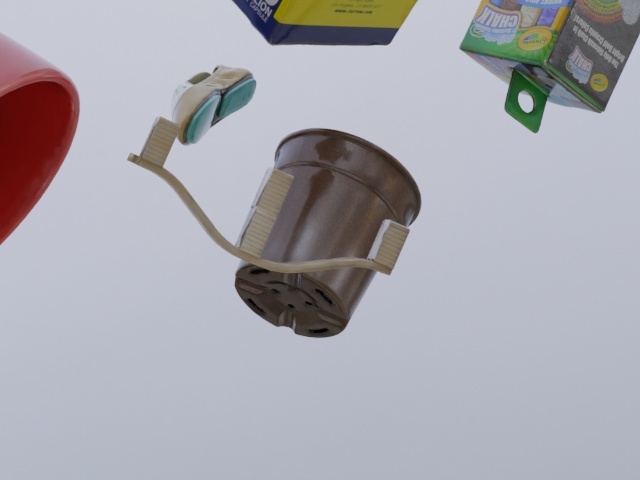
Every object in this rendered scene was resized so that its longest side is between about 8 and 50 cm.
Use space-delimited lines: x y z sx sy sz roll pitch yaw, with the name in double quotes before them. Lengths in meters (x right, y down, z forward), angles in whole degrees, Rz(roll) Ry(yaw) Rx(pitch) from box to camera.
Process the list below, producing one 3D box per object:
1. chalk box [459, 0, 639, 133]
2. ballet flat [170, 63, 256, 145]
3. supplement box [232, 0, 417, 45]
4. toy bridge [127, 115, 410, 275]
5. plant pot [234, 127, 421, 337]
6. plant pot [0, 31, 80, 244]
"chalk box" 0.258 -0.229 1.659 0.132 0.213 0.132 22 -5 46
"ballet flat" -0.160 -0.184 1.985 0.073 0.232 0.080 26 -66 10
"supplement box" 0.038 -0.385 1.425 0.195 0.194 0.356 -8 -41 -50
"toy bridge" -0.038 -0.016 0.963 0.188 0.063 0.026 23 -2 -13
"plant pot" 0.000 0.000 1.530 0.167 0.165 0.167 18 -32 12
"plant pot" -0.388 -0.111 1.299 0.275 0.243 0.275 -46 -12 -13
